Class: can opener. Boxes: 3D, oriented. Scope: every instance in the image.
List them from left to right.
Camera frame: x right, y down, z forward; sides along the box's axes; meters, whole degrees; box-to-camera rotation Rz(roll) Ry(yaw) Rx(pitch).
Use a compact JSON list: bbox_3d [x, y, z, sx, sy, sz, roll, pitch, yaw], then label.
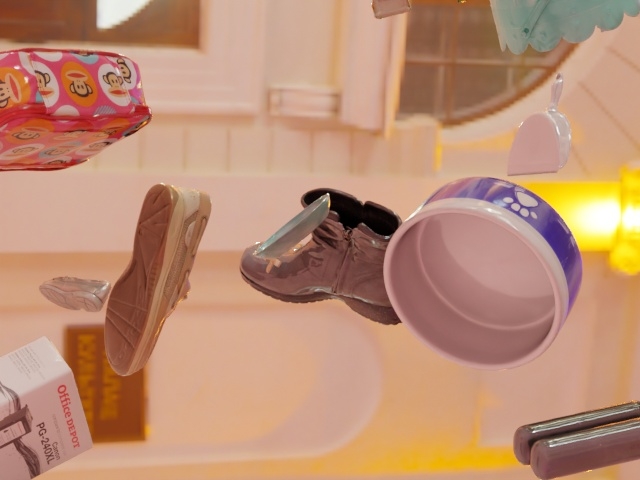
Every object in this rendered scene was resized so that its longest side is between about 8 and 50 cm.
[{"bbox_3d":[0.350,0.232,1.429,0.076,0.284,0.095,-144,-132,-63],"label":"can opener"}]

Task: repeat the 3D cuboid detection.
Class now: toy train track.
[{"bbox_3d":[-0.088,0.024,2.124,0.048,0.014,0.083,-61,-148,5],"label":"toy train track"}]

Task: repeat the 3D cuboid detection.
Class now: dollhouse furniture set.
[{"bbox_3d":[0.154,-0.396,2.053,0.058,0.152,0.076,37,43,-76],"label":"dollhouse furniture set"}]

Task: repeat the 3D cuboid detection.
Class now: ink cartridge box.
[{"bbox_3d":[-0.300,0.175,1.211,0.063,0.150,0.109,40,-33,43],"label":"ink cartridge box"}]

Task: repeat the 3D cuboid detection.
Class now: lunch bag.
[{"bbox_3d":[-0.410,-0.169,1.795,0.258,0.293,0.120,-23,-99,35],"label":"lunch bag"}]

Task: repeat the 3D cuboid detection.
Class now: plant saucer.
[{"bbox_3d":[-0.030,-0.012,1.563,0.021,0.119,0.119,52,-16,-6],"label":"plant saucer"}]

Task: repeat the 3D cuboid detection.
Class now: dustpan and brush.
[{"bbox_3d":[0.435,-0.226,2.479,0.147,0.060,0.211,-1,-99,54],"label":"dustpan and brush"}]

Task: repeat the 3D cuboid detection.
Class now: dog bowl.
[{"bbox_3d":[0.229,0.047,1.811,0.104,0.265,0.264,-46,156,-48],"label":"dog bowl"}]

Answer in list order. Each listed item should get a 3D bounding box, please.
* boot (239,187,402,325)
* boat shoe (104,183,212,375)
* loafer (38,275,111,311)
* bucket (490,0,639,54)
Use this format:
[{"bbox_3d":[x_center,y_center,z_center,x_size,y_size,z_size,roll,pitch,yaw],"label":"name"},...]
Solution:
[{"bbox_3d":[0.000,0.000,2.078,0.118,0.338,0.222,-59,146,-36],"label":"boot"},{"bbox_3d":[-0.267,0.074,2.165,0.122,0.110,0.341,35,-69,44],"label":"boat shoe"},{"bbox_3d":[-0.320,0.067,1.694,0.125,0.039,0.045,8,-39,43],"label":"loafer"},{"bbox_3d":[0.411,-0.458,2.218,0.183,0.281,0.281,68,-8,-21],"label":"bucket"}]
